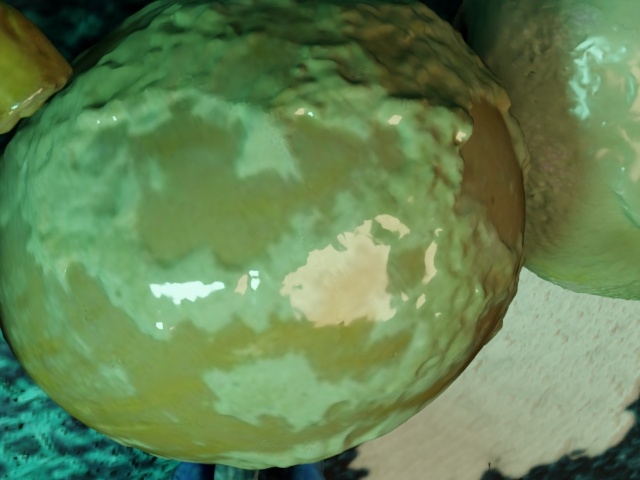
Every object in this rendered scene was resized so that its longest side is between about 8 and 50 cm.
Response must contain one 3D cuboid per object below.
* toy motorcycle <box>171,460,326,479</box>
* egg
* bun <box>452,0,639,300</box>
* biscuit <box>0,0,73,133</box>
[{"bbox_3d":[-0.021,0.250,0.998,0.182,0.241,0.319,-16,131,-12],"label":"toy motorcycle"},{"bbox_3d":[-0.030,-0.003,0.798,0.245,0.203,0.203,-21,145,31],"label":"egg"},{"bbox_3d":[0.172,-0.077,0.885,0.239,0.141,0.239,-27,132,-35],"label":"bun"},{"bbox_3d":[-0.209,-0.029,0.720,0.224,0.144,0.033,-45,178,-11],"label":"biscuit"}]
